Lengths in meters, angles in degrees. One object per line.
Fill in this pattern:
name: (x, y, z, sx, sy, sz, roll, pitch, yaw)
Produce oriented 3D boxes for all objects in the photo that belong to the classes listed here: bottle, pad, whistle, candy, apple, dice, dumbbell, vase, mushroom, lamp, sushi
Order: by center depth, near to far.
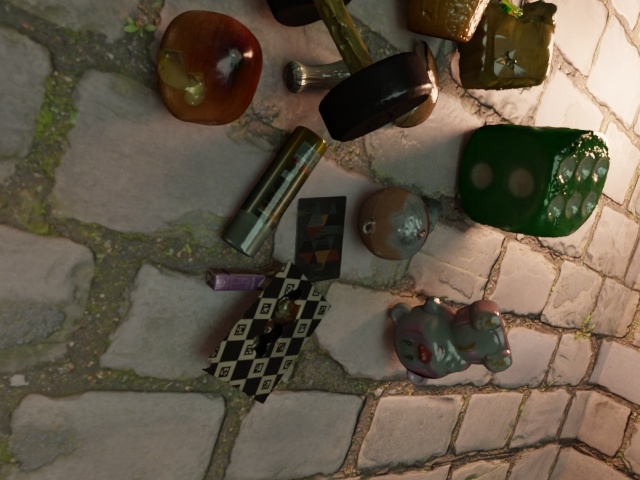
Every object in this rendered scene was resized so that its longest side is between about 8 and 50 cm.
apple: (-0.188, -0.281, 0.748, 0.199, 0.199, 0.199, -11, 110, -33)
dumbbell: (0.046, -0.362, 0.797, 0.203, 0.203, 0.323, -26, 92, -27)
bottle: (-0.094, -0.100, 0.922, 0.082, 0.082, 0.286, 39, 80, -37)
vase: (-0.001, -0.339, 0.923, 0.148, 0.081, 0.081, -12, 111, -30)
sushi: (-0.121, 0.205, 1.018, 0.290, 0.050, 0.264, -53, 141, -13)
pad: (0.000, 0.000, 1.070, 0.142, 0.003, 0.212, -7, 108, -34)
mushroom: (0.248, -0.372, 1.092, 0.094, 0.072, 0.210, 11, 97, -46)
whistle: (0.229, -0.047, 1.127, 0.347, 0.189, 0.189, -10, 110, -45)
candy: (0.512, -0.569, 1.245, 0.102, 0.032, 0.178, 11, 98, -38)
lamp: (0.358, 0.262, 1.248, 0.247, 0.301, 0.247, 71, 22, -8)
dice: (0.591, -0.180, 1.253, 0.297, 0.300, 0.287, -5, 109, -35)

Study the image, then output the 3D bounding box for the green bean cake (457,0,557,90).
green bean cake: (0.487, -0.514, 1.155, 0.236, 0.124, 0.233, -7, 105, -18)

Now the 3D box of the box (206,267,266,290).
box: (-0.178, 0.083, 0.938, 0.117, 0.050, 0.036, 5, 102, -35)

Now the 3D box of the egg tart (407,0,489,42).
egg tart: (0.284, -0.538, 1.007, 0.202, 0.202, 0.147, -8, 123, -34)
